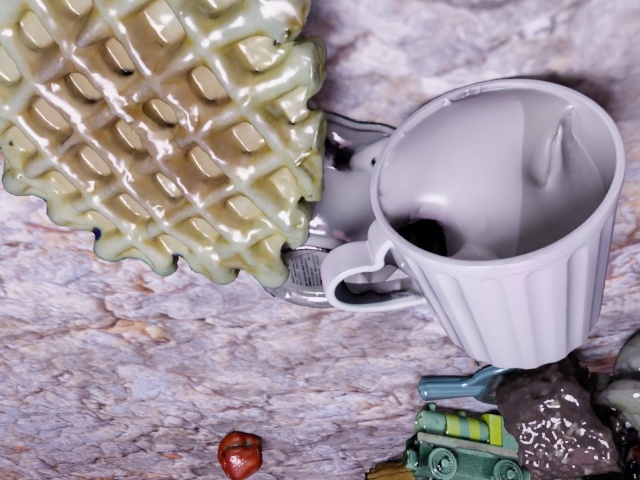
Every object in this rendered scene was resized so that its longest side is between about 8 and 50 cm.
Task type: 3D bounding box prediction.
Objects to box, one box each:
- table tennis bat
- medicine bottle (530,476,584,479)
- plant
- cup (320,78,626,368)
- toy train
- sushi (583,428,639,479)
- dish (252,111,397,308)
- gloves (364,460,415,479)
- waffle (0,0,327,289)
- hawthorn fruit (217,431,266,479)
[{"bbox_3d":[0.242,0.209,0.832,0.201,0.033,0.124,-5,139,4],"label":"table tennis bat"},{"bbox_3d":[0.515,0.512,1.138,0.260,0.095,0.095,17,141,-16],"label":"medicine bottle"},{"bbox_3d":[0.360,0.194,0.697,0.274,0.149,0.146,-23,180,11],"label":"plant"},{"bbox_3d":[0.126,-0.002,0.480,0.221,0.167,0.202,4,148,28],"label":"cup"},{"bbox_3d":[0.228,0.326,0.904,0.200,0.132,0.083,14,147,-9],"label":"toy train"},{"bbox_3d":[0.575,0.392,0.916,0.227,0.215,0.212,25,137,7],"label":"sushi"},{"bbox_3d":[0.000,0.000,0.549,0.224,0.078,0.246,11,141,-6],"label":"dish"},{"bbox_3d":[0.233,0.458,1.040,0.203,0.155,0.356,25,159,-37],"label":"gloves"},{"bbox_3d":[-0.135,-0.089,0.428,0.291,0.056,0.309,16,136,7],"label":"waffle"},{"bbox_3d":[-0.146,0.401,1.081,0.093,0.093,0.093,3,142,2],"label":"hawthorn fruit"}]
